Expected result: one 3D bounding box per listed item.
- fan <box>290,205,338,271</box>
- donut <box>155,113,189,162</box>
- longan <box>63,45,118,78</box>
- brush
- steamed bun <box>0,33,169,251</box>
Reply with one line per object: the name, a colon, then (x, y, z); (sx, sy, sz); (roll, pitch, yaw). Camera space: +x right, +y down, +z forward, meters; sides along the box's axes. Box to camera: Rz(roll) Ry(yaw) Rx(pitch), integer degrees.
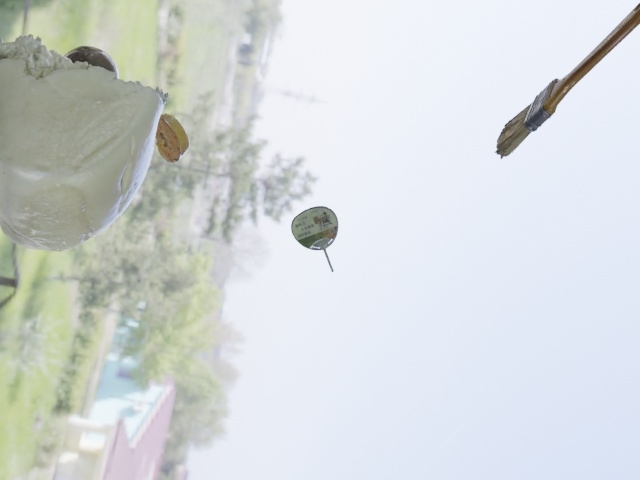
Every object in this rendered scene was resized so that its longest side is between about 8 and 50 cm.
fan: (0.003, -0.008, 1.201); (0.060, 0.080, 0.003); (-51, 173, 18)
donut: (-0.315, -0.219, 2.086); (0.043, 0.097, 0.108); (-38, 127, -32)
longan: (-0.383, -0.257, 1.606); (0.106, 0.106, 0.119); (153, -40, -84)
brush: (0.181, -0.117, 0.706); (0.170, 0.014, 0.043); (-48, -170, 48)
steamed bun: (-0.348, -0.143, 1.423); (0.290, 0.272, 0.273); (110, -28, -71)
